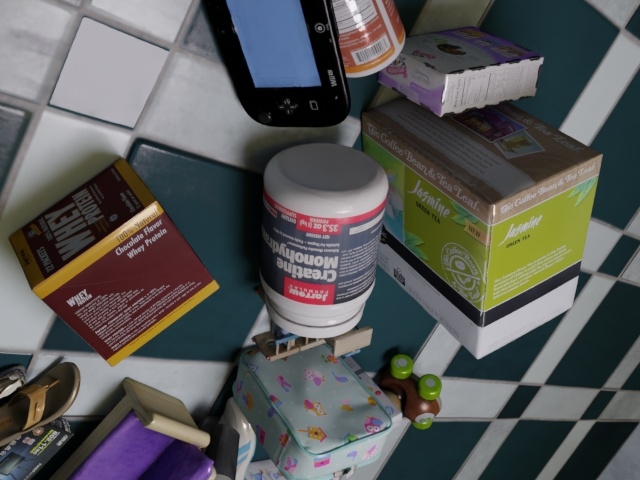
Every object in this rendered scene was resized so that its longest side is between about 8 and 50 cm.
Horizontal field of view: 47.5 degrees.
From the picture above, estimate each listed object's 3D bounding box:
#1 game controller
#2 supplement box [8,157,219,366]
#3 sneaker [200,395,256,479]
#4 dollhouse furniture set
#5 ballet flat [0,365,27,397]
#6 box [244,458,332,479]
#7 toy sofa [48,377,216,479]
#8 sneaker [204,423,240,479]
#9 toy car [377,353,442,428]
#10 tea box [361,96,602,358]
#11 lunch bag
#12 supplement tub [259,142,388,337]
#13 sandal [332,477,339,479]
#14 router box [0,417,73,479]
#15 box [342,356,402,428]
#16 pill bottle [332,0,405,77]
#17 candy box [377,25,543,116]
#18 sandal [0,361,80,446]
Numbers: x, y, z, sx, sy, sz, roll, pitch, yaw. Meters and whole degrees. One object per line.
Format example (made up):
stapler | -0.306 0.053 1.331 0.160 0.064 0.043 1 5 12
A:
game controller | -0.060 -0.279 0.940 0.067 0.166 0.319 -60 147 -35
supplement box | -0.283 0.032 1.014 0.191 0.129 0.194 -37 137 -9
sneaker | -0.186 0.399 1.399 0.092 0.087 0.229 0 117 -29
dollhouse furniture set | -0.020 0.166 1.275 0.128 0.183 0.129 -15 129 -28
ballet flat | -0.486 0.222 1.067 0.114 0.041 0.041 -25 133 -20
box | -0.089 0.544 1.566 0.203 0.103 0.114 3 119 -39
toy sofa | -0.359 0.429 1.221 0.362 0.177 0.150 -47 136 2
sneaker | -0.186 0.433 1.339 0.083 0.118 0.222 14 139 -6
toy car | 0.155 0.369 1.563 0.188 0.149 0.155 -39 149 -32
tea box | 0.248 -0.048 1.215 0.219 0.329 0.324 -23 131 -21
lunch bag | -0.012 0.303 1.316 0.224 0.279 0.108 -6 128 -37
supplement tub | 0.000 0.000 1.161 0.191 0.191 0.272 -16 129 -28
sandal | -0.001 0.588 1.686 0.076 0.102 0.265 9 97 5
router box | -0.472 0.326 1.157 0.122 0.038 0.092 -46 138 0
box | 0.050 0.327 1.449 0.145 0.186 0.038 -23 133 -21
pill bottle | 0.029 -0.337 0.981 0.121 0.121 0.216 -40 136 -6
candy box | 0.216 -0.270 1.142 0.196 0.165 0.070 -16 128 -27
sandal | -0.442 0.249 1.094 0.180 0.072 0.049 -32 157 -8
